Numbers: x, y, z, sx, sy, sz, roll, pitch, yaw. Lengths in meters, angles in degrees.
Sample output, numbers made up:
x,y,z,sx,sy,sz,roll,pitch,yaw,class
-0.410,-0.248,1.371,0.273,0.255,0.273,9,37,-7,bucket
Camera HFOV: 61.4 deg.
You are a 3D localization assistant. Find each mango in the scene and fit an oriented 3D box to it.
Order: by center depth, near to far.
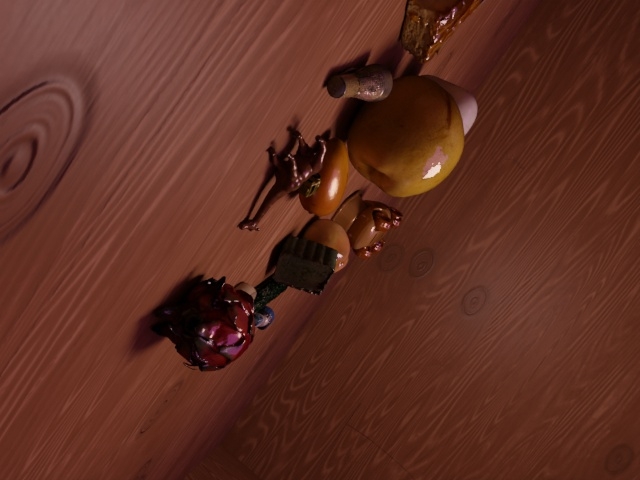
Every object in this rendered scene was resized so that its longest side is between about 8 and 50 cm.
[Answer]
x,y,z,sx,sy,sz,roll,pitch,yaw,class
0.012,-0.160,1.364,0.145,0.112,0.219,-41,153,-49,mango

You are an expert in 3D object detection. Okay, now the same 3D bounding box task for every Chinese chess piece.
x,y,z,sx,sy,sz,roll,pitch,yaw,class
-0.233,0.176,1.527,0.122,0.051,0.122,-52,170,-13,Chinese chess piece

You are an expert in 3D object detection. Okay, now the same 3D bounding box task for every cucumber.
x,y,z,sx,sy,sz,roll,pitch,yaw,class
-0.197,0.187,1.699,0.293,0.067,0.067,-35,160,-57,cucumber

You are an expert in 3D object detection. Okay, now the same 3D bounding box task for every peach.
x,y,z,sx,sy,sz,roll,pitch,yaw,class
0.016,0.023,1.805,0.184,0.184,0.184,-51,170,-13,peach

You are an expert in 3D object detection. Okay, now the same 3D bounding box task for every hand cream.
x,y,z,sx,sy,sz,roll,pitch,yaw,class
0.078,-0.335,1.165,0.203,0.084,0.084,-28,154,-52,hand cream

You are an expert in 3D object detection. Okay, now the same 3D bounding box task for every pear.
x,y,z,sx,sy,sz,roll,pitch,yaw,class
0.229,-0.272,1.423,0.314,0.314,0.314,-51,170,-13,pear

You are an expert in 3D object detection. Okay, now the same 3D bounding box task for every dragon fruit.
x,y,z,sx,sy,sz,roll,pitch,yaw,class
-0.242,0.187,1.185,0.192,0.193,0.274,-28,174,12,dragon fruit

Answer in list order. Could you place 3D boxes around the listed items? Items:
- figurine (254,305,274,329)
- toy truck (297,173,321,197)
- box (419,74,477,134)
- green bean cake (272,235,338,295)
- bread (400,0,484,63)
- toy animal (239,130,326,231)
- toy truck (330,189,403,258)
x,y,z,sx,sy,sz,roll,pitch,yaw,class
-0.222,0.274,1.888,0.149,0.086,0.087,7,79,-66,figurine
-0.041,-0.139,1.231,0.054,0.083,0.049,-40,165,-49,toy truck
0.302,-0.333,1.665,0.141,0.288,0.349,26,104,-37,box
-0.046,0.074,1.675,0.181,0.173,0.094,111,-6,-52,green bean cake
0.314,-0.579,1.288,0.274,0.114,0.185,-49,169,-14,bread
-0.086,-0.121,1.156,0.224,0.066,0.229,-33,160,-18,toy animal
0.178,-0.064,2.154,0.204,0.212,0.288,-57,166,25,toy truck
